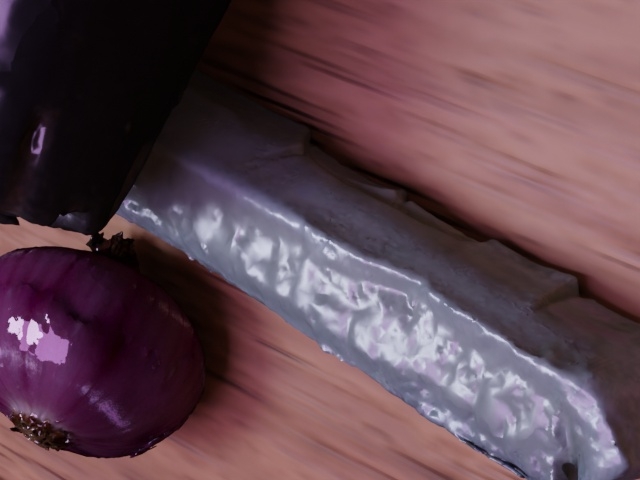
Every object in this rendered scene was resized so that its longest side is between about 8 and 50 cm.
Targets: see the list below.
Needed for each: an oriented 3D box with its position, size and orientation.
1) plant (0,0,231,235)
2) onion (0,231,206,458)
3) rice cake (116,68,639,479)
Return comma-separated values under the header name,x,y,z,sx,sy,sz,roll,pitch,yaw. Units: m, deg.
name,x,y,z,sx,sy,sz,roll,pitch,yaw
plant,-0.107,-0.131,0.748,0.164,0.142,0.256,11,91,31
onion,-0.104,0.044,0.879,0.115,0.115,0.104,-14,52,47
rice cake,0.000,0.000,0.770,0.336,0.066,0.063,32,126,31
